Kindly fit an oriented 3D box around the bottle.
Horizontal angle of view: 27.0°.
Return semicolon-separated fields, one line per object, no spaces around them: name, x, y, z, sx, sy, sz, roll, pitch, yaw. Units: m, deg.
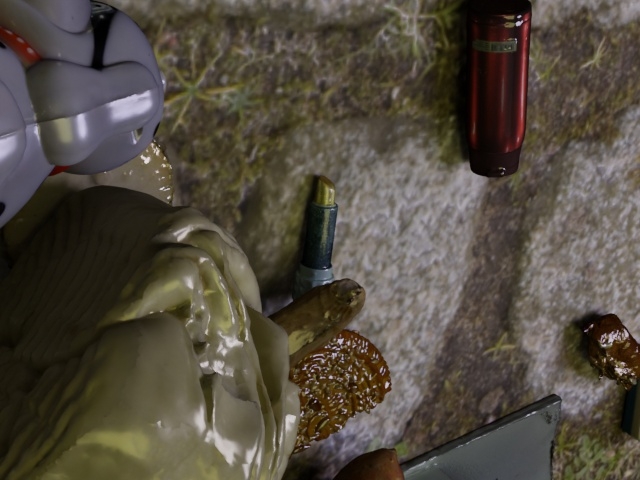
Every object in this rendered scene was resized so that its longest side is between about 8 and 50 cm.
bottle;0.155;-0.132;1.179;0.060;0.060;0.164;-19;125;-26

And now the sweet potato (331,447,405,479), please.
sweet potato;-0.025;0.360;1.301;0.109;0.109;0.385;14;113;-40

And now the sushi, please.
sushi;0.315;0.123;1.443;0.060;0.061;0.118;-41;112;2

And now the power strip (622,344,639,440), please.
power strip;0.381;0.167;1.526;0.056;0.032;0.123;-18;124;-29

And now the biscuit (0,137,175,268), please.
biscuit;-0.178;-0.023;1.023;0.152;0.020;0.152;-18;124;-28

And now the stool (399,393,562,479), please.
stool;0.214;0.325;1.354;0.269;0.243;0.170;-20;126;-26

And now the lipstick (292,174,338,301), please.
lipstick;0.000;0.000;1.157;0.037;0.037;0.116;-5;113;-34

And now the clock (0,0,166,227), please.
clock;-0.207;-0.091;0.879;0.254;0.189;0.189;-28;129;-37

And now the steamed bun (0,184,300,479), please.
steamed bun;-0.136;0.120;0.927;0.276;0.289;0.203;-43;118;4

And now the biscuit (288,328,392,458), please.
biscuit;-0.023;0.142;1.225;0.206;0.025;0.126;-25;127;-23

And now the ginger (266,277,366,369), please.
ginger;-0.108;0.128;1.114;0.333;0.081;0.148;-31;128;-12
